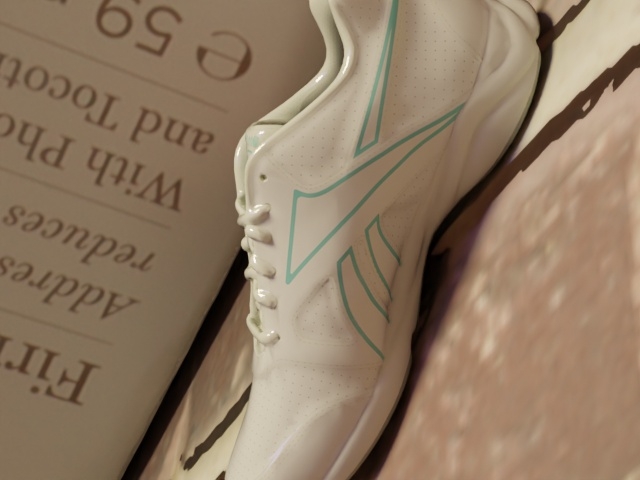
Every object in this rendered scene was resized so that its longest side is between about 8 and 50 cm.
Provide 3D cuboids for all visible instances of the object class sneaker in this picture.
[{"bbox_3d":[0.000,0.000,0.459,0.152,0.061,0.054,-69,21,6],"label":"sneaker"}]

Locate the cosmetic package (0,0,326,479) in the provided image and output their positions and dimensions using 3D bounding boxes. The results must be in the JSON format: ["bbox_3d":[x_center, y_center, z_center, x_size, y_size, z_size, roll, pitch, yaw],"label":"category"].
[{"bbox_3d":[-0.228,-0.049,0.719,0.393,0.329,0.327,-62,21,22],"label":"cosmetic package"}]
